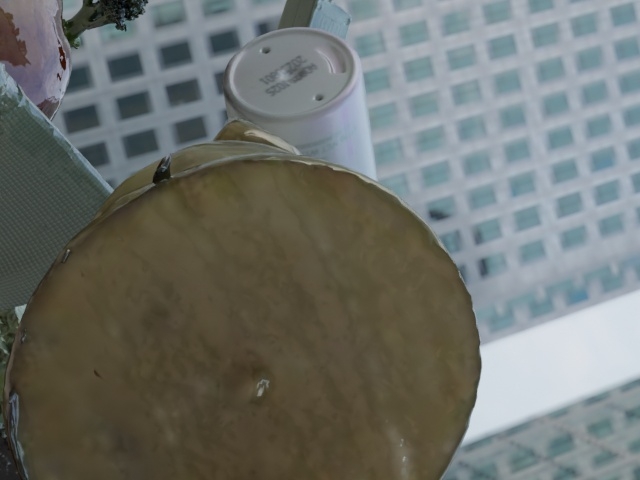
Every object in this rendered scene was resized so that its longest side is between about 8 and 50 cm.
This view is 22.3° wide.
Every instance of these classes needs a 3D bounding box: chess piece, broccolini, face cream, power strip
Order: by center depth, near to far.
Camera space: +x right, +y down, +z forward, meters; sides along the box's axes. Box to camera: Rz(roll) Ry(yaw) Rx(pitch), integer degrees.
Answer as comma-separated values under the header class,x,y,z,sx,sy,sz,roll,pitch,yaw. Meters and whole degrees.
class,x,y,z,sx,sy,sz,roll,pitch,yaw
chess piece,-0.041,0.023,0.588,0.301,0.137,0.137,-146,-139,-79
face cream,0.000,0.000,1.213,0.102,0.102,0.345,53,-19,38
power strip,-0.008,-0.219,1.694,0.042,0.075,0.175,18,-90,34
broccolini,-0.248,-0.225,1.730,0.058,0.067,0.216,43,-39,-13

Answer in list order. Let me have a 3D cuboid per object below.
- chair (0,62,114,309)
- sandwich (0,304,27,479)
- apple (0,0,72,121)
class,x,y,z,sx,sy,sz,roll,pitch,yaw
chair,-0.233,-0.115,0.833,0.319,0.160,0.186,46,27,-51
sandwich,-0.335,0.168,1.759,0.325,0.131,0.262,79,-7,-78
apple,-0.412,-0.166,1.450,0.329,0.365,0.295,-115,-144,-44
